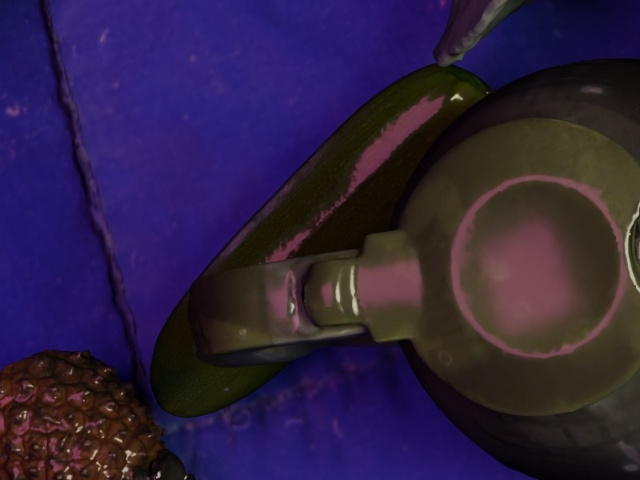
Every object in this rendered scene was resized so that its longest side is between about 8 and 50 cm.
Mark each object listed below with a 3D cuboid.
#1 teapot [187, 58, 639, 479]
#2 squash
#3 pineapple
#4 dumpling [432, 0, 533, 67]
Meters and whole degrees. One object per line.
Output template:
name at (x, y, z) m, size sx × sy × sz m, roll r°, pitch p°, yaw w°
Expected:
teapot at (0.101, 0.002, 1.047) m, size 0.321 × 0.239 × 0.239 m, roll 21°, pitch 94°, yaw 23°
squash at (0.000, 0.000, 1.224) m, size 0.292 × 0.082 × 0.082 m, roll -47°, pitch 62°, yaw 15°
pineapple at (-0.117, 0.177, 1.259) m, size 0.251 × 0.125 × 0.125 m, roll 45°, pitch 107°, yaw 23°
dumpling at (0.143, -0.285, 1.112) m, size 0.270 × 0.211 × 0.321 m, roll -24°, pitch 80°, yaw 65°
